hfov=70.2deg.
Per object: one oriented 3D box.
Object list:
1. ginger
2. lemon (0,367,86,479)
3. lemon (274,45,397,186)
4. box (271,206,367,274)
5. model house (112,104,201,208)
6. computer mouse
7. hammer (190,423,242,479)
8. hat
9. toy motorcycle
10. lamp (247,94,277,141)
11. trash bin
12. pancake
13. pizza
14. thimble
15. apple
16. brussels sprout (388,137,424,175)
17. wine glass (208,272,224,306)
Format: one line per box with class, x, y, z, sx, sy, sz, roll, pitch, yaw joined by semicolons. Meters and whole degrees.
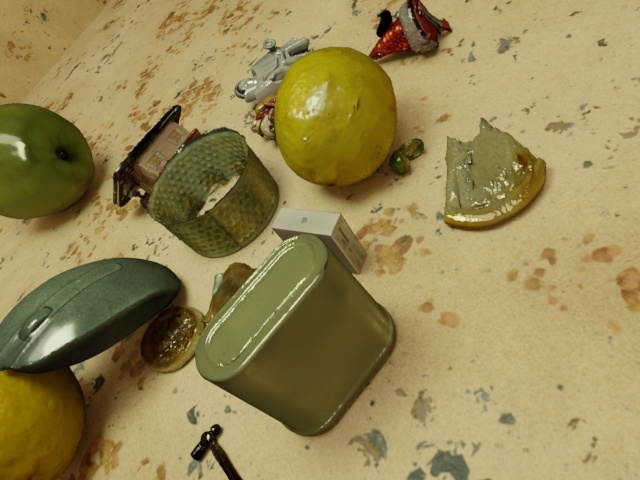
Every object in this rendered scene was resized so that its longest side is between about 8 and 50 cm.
ginger;-0.123;0.110;0.827;0.218;0.123;0.270;-32;46;6
lemon;-0.589;0.331;0.836;0.296;0.297;0.297;-16;51;20
lemon;0.029;-0.245;0.914;0.260;0.261;0.284;8;55;34
box;0.000;0.000;0.830;0.129;0.130;0.051;8;60;34
model house;-0.410;-0.195;1.238;0.294;0.153;0.207;-64;8;-33
computer mouse;-0.438;0.115;0.888;0.203;0.114;0.374;20;28;21
hammer;-0.144;0.372;0.720;0.065;0.021;0.178;-49;50;-9
hat;0.185;-0.485;1.113;0.227;0.129;0.140;-22;5;37
toy motorcycle;-0.108;-0.457;1.260;0.260;0.110;0.170;-43;63;-14
lamp;-0.115;-0.301;1.130;0.118;0.118;0.253;-49;36;-10
trash bin;-0.023;0.145;0.659;0.243;0.247;0.121;-50;46;-9
pancake;-0.307;0.198;0.937;0.158;0.028;0.158;-15;50;19
pizza;0.299;-0.135;0.819;0.180;0.034;0.262;-14;51;22
thimble;-0.239;-0.108;1.038;0.270;0.150;0.271;-15;51;20
apple;-0.884;-0.241;1.393;0.356;0.357;0.358;-16;51;20
brussels sprout;0.171;-0.169;0.918;0.050;0.046;0.083;23;61;44
wine glass;-0.207;0.106;0.935;0.039;0.042;0.083;-39;40;33
